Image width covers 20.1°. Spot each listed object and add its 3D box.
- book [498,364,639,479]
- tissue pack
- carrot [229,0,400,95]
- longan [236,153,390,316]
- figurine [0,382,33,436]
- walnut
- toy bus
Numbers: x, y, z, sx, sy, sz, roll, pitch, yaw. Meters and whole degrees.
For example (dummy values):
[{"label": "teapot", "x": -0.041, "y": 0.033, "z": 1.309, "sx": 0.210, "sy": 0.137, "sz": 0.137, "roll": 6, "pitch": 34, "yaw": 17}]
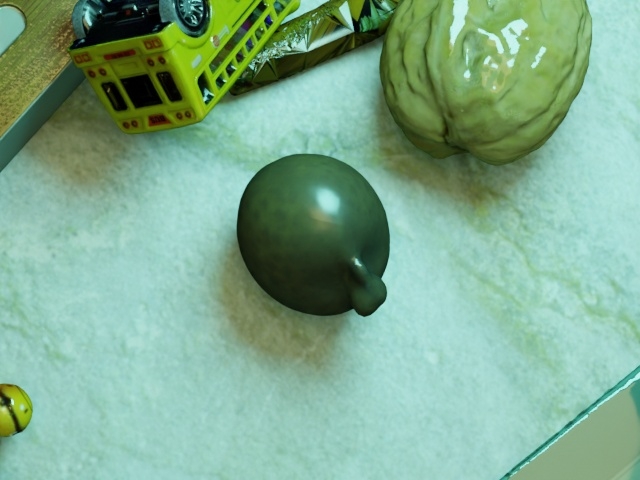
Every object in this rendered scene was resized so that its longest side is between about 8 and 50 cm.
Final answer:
[{"label": "book", "x": 0.409, "y": 0.261, "z": 2.000, "sx": 0.379, "sy": 0.031, "sz": 0.264, "roll": -36, "pitch": 85, "yaw": -11}, {"label": "tissue pack", "x": -0.368, "y": -0.177, "z": 1.949, "sx": 0.159, "sy": 0.136, "sz": 0.246, "roll": 39, "pitch": 78, "yaw": 2}, {"label": "carrot", "x": -0.013, "y": -0.227, "z": 2.031, "sx": 0.229, "sy": 0.069, "sz": 0.069, "roll": -25, "pitch": 83, "yaw": -8}, {"label": "longan", "x": 0.000, "y": 0.000, "z": 1.923, "sx": 0.159, "sy": 0.185, "sz": 0.204, "roll": -33, "pitch": 62, "yaw": -13}, {"label": "figurine", "x": -0.448, "y": 0.208, "z": 1.839, "sx": 0.320, "sy": 0.196, "sz": 0.323, "roll": -11, "pitch": 71, "yaw": -14}, {"label": "walnut", "x": 0.181, "y": -0.213, "z": 1.971, "sx": 0.224, "sy": 0.257, "sz": 0.257, "roll": 8, "pitch": 77, "yaw": 28}, {"label": "toy bus", "x": -0.126, "y": -0.258, "z": 1.941, "sx": 0.151, "sy": 0.145, "sz": 0.331, "roll": 63, "pitch": 39, "yaw": -26}]
